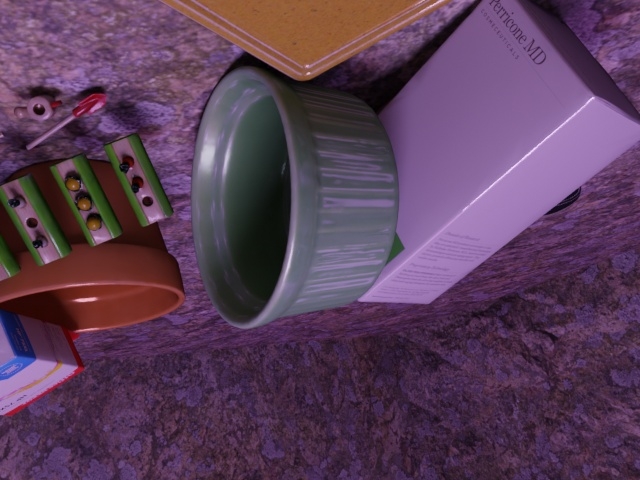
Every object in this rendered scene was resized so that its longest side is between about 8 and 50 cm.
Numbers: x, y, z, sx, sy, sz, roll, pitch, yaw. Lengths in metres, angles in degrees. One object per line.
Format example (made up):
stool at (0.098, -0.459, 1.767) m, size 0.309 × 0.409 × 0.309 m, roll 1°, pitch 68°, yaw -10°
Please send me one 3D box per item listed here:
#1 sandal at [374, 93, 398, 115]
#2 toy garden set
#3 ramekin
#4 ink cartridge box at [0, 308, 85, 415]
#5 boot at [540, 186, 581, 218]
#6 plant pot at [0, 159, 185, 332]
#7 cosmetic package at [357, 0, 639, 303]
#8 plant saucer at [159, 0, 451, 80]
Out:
sandal at (0.096, -0.142, 0.928) m, size 0.240 × 0.079 × 0.088 m, roll -24°, pitch 158°, yaw 38°
toy garden set at (-0.328, -0.074, 0.725) m, size 0.244 × 0.203 × 0.049 m, roll -22°, pitch -161°, yaw -2°
ramekin at (-0.039, -0.050, 0.764) m, size 0.148 × 0.303 × 0.303 m, roll -1°, pitch 161°, yaw -31°
ink cartridge box at (-0.436, 0.180, 0.887) m, size 0.134 × 0.078 × 0.231 m, roll -32°, pitch 163°, yaw -3°
boot at (0.428, -0.109, 1.232) m, size 0.236 × 0.085 × 0.178 m, roll -9°, pitch 161°, yaw -5°
plant pot at (-0.360, 0.011, 0.934) m, size 0.291 × 0.203 × 0.291 m, roll -10°, pitch 164°, yaw -3°
cosmetic package at (0.174, -0.096, 0.776) m, size 0.155 × 0.197 × 0.365 m, roll 7°, pitch 138°, yaw -41°
plant saucer at (0.002, -0.253, 0.515) m, size 0.333 × 0.081 × 0.333 m, roll -21°, pitch 161°, yaw 31°
